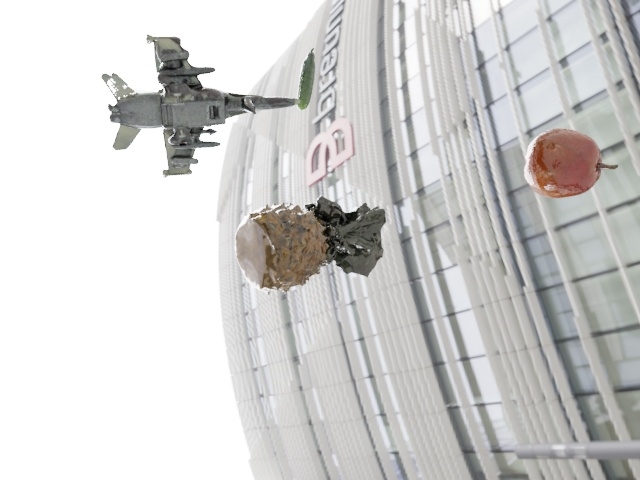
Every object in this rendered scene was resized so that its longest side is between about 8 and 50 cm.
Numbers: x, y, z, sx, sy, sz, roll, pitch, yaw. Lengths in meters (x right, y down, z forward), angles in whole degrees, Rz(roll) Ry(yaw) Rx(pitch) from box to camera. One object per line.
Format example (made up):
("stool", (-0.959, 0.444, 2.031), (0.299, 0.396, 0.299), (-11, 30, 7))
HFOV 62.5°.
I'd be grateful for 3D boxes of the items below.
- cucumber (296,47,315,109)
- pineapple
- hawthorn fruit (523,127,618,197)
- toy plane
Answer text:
("cucumber", (-0.032, -0.373, 1.226), (0.037, 0.037, 0.154), (14, -99, -32))
("pineapple", (0.000, 0.000, 0.706), (0.237, 0.119, 0.111), (-12, -128, -44))
("hawthorn fruit", (0.665, -0.204, 1.405), (0.197, 0.226, 0.196), (-29, -56, -57))
("toy plane", (-0.152, -0.181, 0.719), (0.262, 0.192, 0.088), (-4, -152, -10))
